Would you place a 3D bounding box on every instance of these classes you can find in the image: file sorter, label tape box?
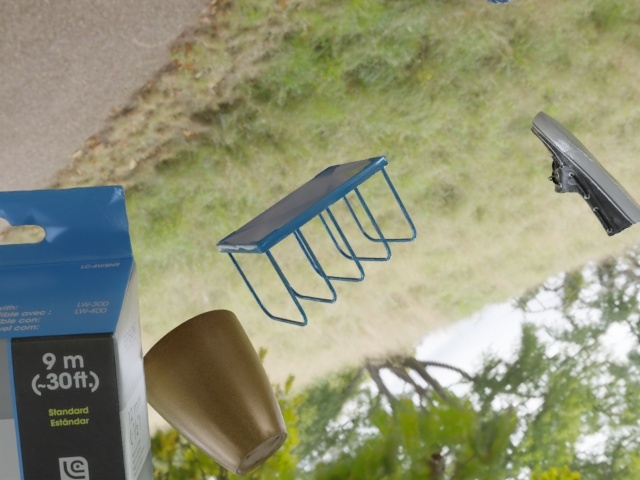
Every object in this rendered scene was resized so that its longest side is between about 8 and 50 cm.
[{"bbox_3d":[0.000,0.000,0.779,0.170,0.105,0.118,-37,-164,-23],"label":"file sorter"},{"bbox_3d":[-0.290,0.133,0.646,0.249,0.348,0.115,-3,-170,-2],"label":"label tape box"}]

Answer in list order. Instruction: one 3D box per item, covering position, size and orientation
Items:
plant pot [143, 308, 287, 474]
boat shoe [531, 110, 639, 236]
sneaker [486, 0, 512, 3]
[{"bbox_3d":[-0.182,0.301,1.365,0.237,0.254,0.237,-35,154,-19],"label":"plant pot"},{"bbox_3d":[0.391,-0.095,1.106,0.076,0.228,0.080,-44,-170,25],"label":"boat shoe"},{"bbox_3d":[0.199,-0.331,0.564,0.131,0.112,0.297,-34,152,-40],"label":"sneaker"}]
